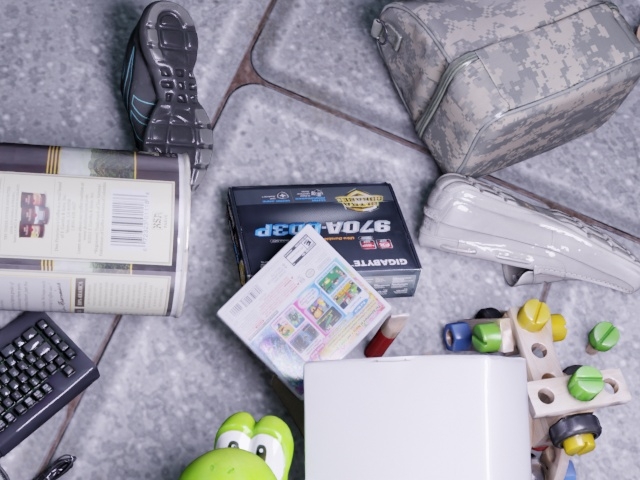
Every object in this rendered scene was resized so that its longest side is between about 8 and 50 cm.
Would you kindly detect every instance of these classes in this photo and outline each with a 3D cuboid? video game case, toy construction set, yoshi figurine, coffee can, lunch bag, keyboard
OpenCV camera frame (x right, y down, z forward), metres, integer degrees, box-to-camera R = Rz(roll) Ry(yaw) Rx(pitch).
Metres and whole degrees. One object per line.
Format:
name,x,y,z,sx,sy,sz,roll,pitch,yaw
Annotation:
video game case,-0.019,0.083,1.420,0.143,0.019,0.157,45,71,1
toy construction set,0.220,0.151,1.432,0.309,0.237,0.257,17,63,-3
yoshi figurine,-0.100,0.358,1.227,0.203,0.203,0.362,6,86,-22
coffee can,-0.298,-0.012,1.422,0.275,0.201,0.201,3,65,-11
lunch bag,0.251,-0.254,1.643,0.305,0.212,0.256,-23,72,-21
keyboard,-0.386,0.236,1.384,0.201,0.033,0.317,45,66,10

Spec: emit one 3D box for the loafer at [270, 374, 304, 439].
loafer,-0.016,0.185,1.457,0.087,0.094,0.251,-5,57,-8

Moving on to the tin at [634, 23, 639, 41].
tin,0.534,-0.252,1.800,0.106,0.040,0.190,-16,69,-23

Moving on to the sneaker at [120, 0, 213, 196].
sneaker,-0.206,-0.173,1.583,0.101,0.106,0.267,2,84,-35

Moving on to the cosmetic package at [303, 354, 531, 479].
cosmetic package,0.106,0.313,1.277,0.217,0.156,0.385,-3,81,26

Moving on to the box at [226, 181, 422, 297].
box,0.000,0.000,1.527,0.220,0.051,0.175,-2,41,-12

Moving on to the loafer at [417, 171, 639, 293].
loafer,0.279,0.011,1.595,0.319,0.112,0.111,21,106,-10
